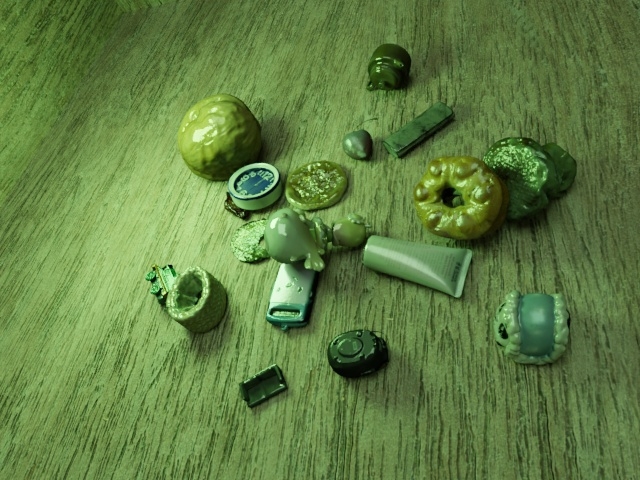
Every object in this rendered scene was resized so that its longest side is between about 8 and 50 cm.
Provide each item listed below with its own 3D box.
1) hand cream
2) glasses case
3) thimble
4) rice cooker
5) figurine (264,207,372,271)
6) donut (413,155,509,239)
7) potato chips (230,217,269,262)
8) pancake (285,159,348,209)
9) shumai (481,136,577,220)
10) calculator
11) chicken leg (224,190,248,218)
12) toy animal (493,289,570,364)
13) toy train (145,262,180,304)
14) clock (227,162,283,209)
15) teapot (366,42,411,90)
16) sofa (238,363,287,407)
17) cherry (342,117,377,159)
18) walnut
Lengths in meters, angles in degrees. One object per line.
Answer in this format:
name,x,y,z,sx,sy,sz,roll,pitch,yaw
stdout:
hand cream,0.321,0.072,1.667,0.358,0.118,0.185,14,60,21
glasses case,0.405,-0.460,2.016,0.299,0.060,0.114,-36,52,-5
thimble,-0.467,0.222,1.845,0.196,0.148,0.229,4,61,23
rice cooker,0.118,0.354,1.536,0.203,0.118,0.142,-18,52,14
figurine,0.000,0.000,1.764,0.394,0.227,0.275,-7,50,-12
donut,0.470,-0.139,1.647,0.299,0.150,0.317,-48,56,30
potato chips,-0.277,0.004,1.997,0.202,0.029,0.220,-22,49,7
pancake,-0.022,-0.236,2.044,0.282,0.049,0.282,-9,56,13
shumai,0.724,-0.208,1.668,0.263,0.304,0.309,-5,50,-24
calculator,-0.102,0.193,1.778,0.173,0.051,0.293,1,58,21
chicken leg,-0.379,-0.153,2.130,0.093,0.053,0.205,-32,55,-31
toy animal,0.606,0.234,1.402,0.204,0.156,0.208,4,55,20
toy train,-0.625,0.174,1.981,0.136,0.091,0.228,-26,50,-10
clock,-0.279,-0.234,2.101,0.230,0.083,0.230,-7,45,7
teapot,0.291,-0.752,2.192,0.267,0.185,0.175,-21,40,58
sofa,-0.192,0.480,1.611,0.147,0.060,0.085,-28,52,2
cherry,0.187,-0.413,2.041,0.188,0.115,0.148,-23,33,-1
walnut,-0.450,-0.461,2.189,0.383,0.383,0.384,-11,54,15
